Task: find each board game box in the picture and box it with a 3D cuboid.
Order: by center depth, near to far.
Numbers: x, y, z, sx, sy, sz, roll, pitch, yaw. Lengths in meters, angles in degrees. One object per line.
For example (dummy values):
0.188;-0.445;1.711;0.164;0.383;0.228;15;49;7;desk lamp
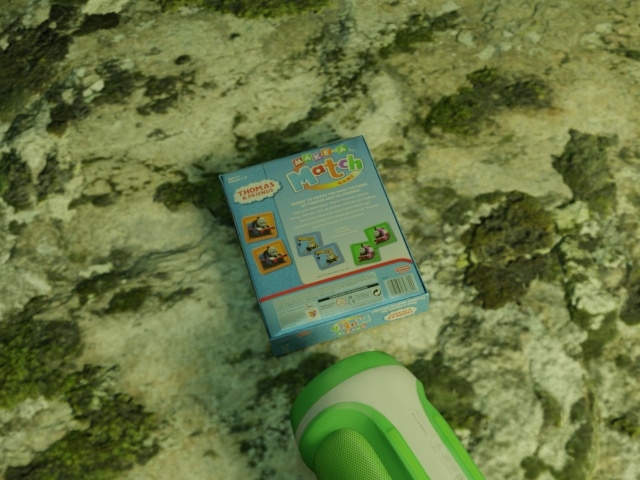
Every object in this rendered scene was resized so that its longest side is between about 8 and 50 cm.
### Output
0.000;0.000;1.224;0.160;0.039;0.211;-16;56;-5;board game box

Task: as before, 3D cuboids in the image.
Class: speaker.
0.090;0.236;0.998;0.131;0.131;0.296;-27;57;-12;speaker
